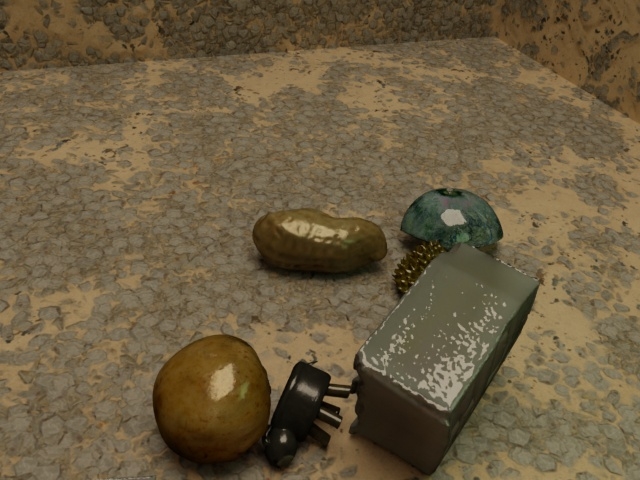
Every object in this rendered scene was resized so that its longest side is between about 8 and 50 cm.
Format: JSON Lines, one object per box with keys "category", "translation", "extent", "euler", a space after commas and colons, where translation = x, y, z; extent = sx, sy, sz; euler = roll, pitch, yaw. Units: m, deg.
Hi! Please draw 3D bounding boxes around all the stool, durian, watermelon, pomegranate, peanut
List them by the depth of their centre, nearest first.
{"category": "pomegranate", "translation": [-0.217, 0.321, 1.337], "extent": [0.261, 0.260, 0.260], "euler": [4, 37, -3]}
{"category": "stool", "translation": [-0.032, 0.373, 1.398], "extent": [0.139, 0.227, 0.153], "euler": [24, -7, 2]}
{"category": "durian", "translation": [0.306, 0.110, 1.801], "extent": [0.172, 0.166, 0.306], "euler": [-41, 32, 1]}
{"category": "peanut", "translation": [0.000, 0.000, 1.864], "extent": [0.387, 0.169, 0.192], "euler": [7, 32, -6]}
{"category": "watermelon", "translation": [0.420, -0.072, 1.969], "extent": [0.322, 0.175, 0.188], "euler": [-11, 10, -21]}

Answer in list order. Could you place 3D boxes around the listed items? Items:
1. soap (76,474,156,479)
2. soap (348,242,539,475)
{"category": "soap", "translation": [-0.428, 0.523, 1.169], "extent": [0.260, 0.081, 0.181], "euler": [-2, 37, -9]}
{"category": "soap", "translation": [0.265, 0.235, 1.388], "extent": [0.213, 0.350, 0.435], "euler": [27, 55, 24]}
